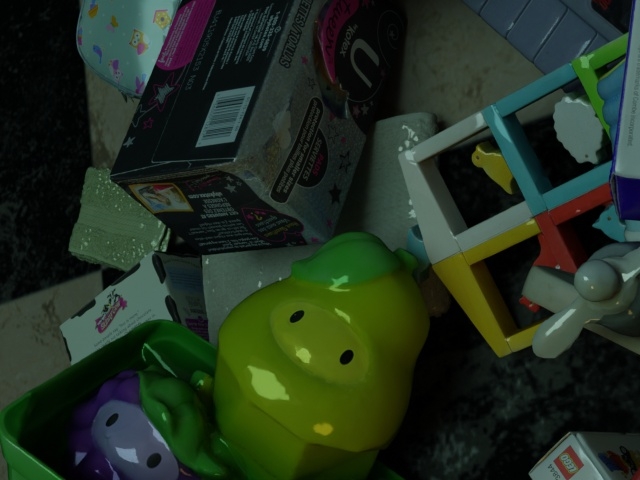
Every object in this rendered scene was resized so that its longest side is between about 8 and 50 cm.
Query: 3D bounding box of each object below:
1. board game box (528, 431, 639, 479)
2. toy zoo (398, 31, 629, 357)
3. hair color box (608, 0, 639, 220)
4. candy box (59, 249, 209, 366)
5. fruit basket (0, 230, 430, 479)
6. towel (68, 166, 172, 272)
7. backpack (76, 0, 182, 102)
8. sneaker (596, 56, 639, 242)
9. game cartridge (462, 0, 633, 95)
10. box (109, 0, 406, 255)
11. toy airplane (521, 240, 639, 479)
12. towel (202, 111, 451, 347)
[{"bbox_3d":[0.289,0.262,1.053,0.053,0.193,0.305,-49,55,25],"label":"board game box"},{"bbox_3d":[0.185,-0.027,1.247,0.293,0.030,0.192,-28,88,35],"label":"toy zoo"},{"bbox_3d":[0.357,-0.095,0.941,0.338,0.110,0.185,6,76,16],"label":"hair color box"},{"bbox_3d":[-0.157,0.149,1.539,0.159,0.071,0.233,-36,63,31],"label":"candy box"},{"bbox_3d":[-0.047,0.177,1.283,0.392,0.283,0.392,13,116,28],"label":"fruit basket"},{"bbox_3d":[-0.207,-0.021,1.638,0.148,0.027,0.110,14,93,41],"label":"towel"},{"bbox_3d":[-0.161,-0.216,1.551,0.188,0.144,0.166,26,107,43],"label":"backpack"},{"bbox_3d":[0.333,-0.105,1.054,0.319,0.127,0.208,-17,95,25],"label":"sneaker"},{"bbox_3d":[0.279,-0.278,1.230,0.355,0.068,0.230,-56,49,20],"label":"game cartridge"},{"bbox_3d":[-0.049,-0.127,1.386,0.163,0.142,0.247,-5,56,40],"label":"box"},{"bbox_3d":[0.326,0.109,0.927,0.384,0.386,0.272,-86,0,-65],"label":"toy airplane"},{"bbox_3d":[0.000,0.000,1.441,0.282,0.049,0.187,-12,77,38],"label":"towel"}]
